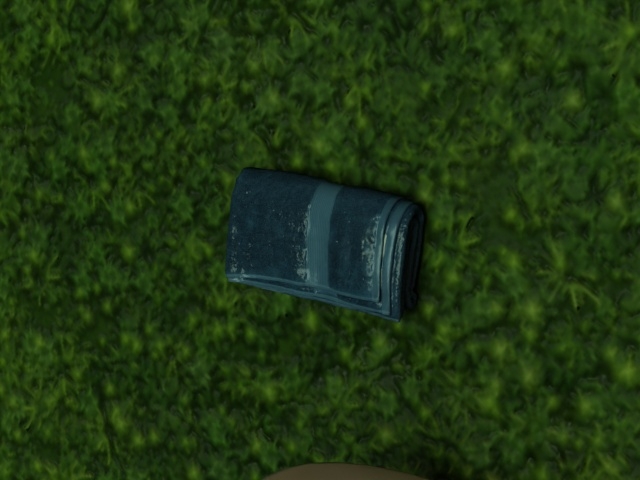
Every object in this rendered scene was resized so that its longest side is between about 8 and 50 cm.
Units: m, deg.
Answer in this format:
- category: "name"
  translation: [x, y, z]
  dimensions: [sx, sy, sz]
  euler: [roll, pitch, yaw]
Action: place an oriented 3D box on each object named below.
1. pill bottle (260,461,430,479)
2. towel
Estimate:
- category: "pill bottle"
  translation: [-0.014, 0.329, 0.949]
  dimensions: [0.229, 0.229, 0.408]
  euler: [31, 115, 31]
- category: "towel"
  translation: [0.000, 0.000, 1.015]
  dimensions: [0.119, 0.029, 0.067]
  euler: [13, 104, 36]
